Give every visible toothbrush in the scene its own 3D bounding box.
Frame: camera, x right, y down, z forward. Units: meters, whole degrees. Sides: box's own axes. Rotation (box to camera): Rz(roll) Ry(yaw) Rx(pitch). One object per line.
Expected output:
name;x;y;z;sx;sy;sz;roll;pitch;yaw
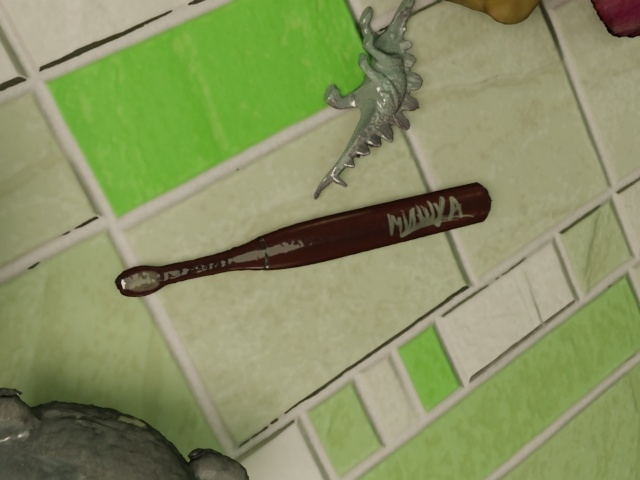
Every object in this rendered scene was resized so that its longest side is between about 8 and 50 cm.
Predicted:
toothbrush;0.000;0.000;0.752;0.364;0.041;0.041;-14;97;-26

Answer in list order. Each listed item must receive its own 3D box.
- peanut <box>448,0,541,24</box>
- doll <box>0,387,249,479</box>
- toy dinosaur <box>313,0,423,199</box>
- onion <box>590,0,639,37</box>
peanut;0.074;-0.342;0.716;0.387;0.169;0.192;46;42;-26
doll;-0.222;0.244;0.599;0.246;0.158;0.340;30;106;-30
toy dinosaur;0.048;-0.126;0.774;0.082;0.039;0.209;31;78;-26
onion;0.315;-0.326;0.817;0.247;0.111;0.250;-20;103;-56
